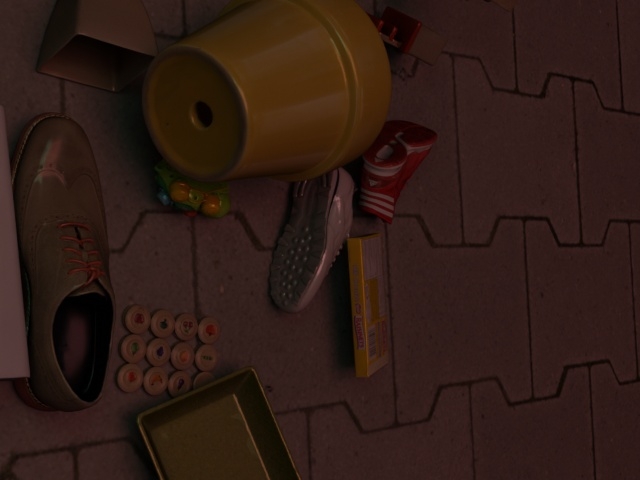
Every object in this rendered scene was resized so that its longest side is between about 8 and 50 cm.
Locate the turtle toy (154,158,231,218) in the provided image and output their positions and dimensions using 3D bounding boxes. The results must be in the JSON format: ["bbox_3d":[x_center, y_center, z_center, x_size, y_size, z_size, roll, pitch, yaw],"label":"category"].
[{"bbox_3d":[-0.164,-0.069,1.187,0.130,0.066,0.095,26,46,-39],"label":"turtle toy"}]

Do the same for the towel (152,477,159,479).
[{"bbox_3d":[-0.197,0.404,1.144,0.285,0.034,0.209,-11,93,-41],"label":"towel"}]

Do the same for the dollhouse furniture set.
[{"bbox_3d":[0.172,-0.414,1.402,0.135,0.262,0.259,20,105,-36],"label":"dollhouse furniture set"}]

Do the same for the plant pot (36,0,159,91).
[{"bbox_3d":[-0.267,-0.253,1.096,0.109,0.109,0.096,10,67,-40],"label":"plant pot"}]

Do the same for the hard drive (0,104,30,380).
[{"bbox_3d":[-0.386,-0.009,0.926,0.203,0.040,0.307,15,65,-67],"label":"hard drive"}]

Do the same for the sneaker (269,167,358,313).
[{"bbox_3d":[0.000,0.000,1.318,0.095,0.090,0.235,36,67,-50],"label":"sneaker"}]

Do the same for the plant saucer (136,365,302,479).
[{"bbox_3d":[-0.132,0.281,1.171,0.188,0.045,0.188,-19,83,-40],"label":"plant saucer"}]

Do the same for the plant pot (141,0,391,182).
[{"bbox_3d":[-0.078,-0.179,1.123,0.239,0.254,0.253,-31,107,-50],"label":"plant pot"}]

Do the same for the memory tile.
[{"bbox_3d":[-0.194,0.146,1.181,0.148,0.012,0.113,14,77,-40],"label":"memory tile"}]

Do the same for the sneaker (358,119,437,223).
[{"bbox_3d":[0.109,-0.106,1.438,0.221,0.087,0.128,-34,145,-54],"label":"sneaker"}]

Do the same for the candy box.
[{"bbox_3d":[0.072,0.094,1.370,0.105,0.027,0.205,-12,99,-71],"label":"candy box"}]

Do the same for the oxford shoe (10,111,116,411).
[{"bbox_3d":[-0.277,0.022,1.040,0.123,0.130,0.348,-3,89,-41],"label":"oxford shoe"}]
